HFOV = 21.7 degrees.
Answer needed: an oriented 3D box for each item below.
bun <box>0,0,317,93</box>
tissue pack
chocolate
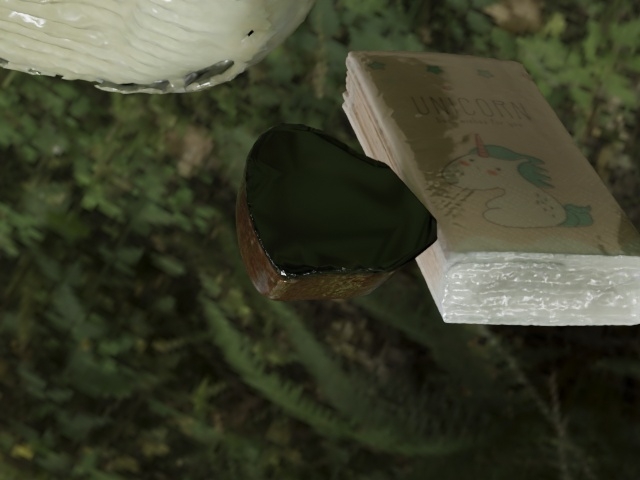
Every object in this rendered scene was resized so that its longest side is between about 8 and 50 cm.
[{"bbox_3d":[-0.140,-0.234,0.901,0.360,0.211,0.359,14,163,4],"label":"bun"},{"bbox_3d":[0.134,-0.050,1.348,0.170,0.325,0.071,-1,123,-15],"label":"tissue pack"},{"bbox_3d":[0.000,0.000,1.214,0.149,0.125,0.080,27,148,2],"label":"chocolate"}]
